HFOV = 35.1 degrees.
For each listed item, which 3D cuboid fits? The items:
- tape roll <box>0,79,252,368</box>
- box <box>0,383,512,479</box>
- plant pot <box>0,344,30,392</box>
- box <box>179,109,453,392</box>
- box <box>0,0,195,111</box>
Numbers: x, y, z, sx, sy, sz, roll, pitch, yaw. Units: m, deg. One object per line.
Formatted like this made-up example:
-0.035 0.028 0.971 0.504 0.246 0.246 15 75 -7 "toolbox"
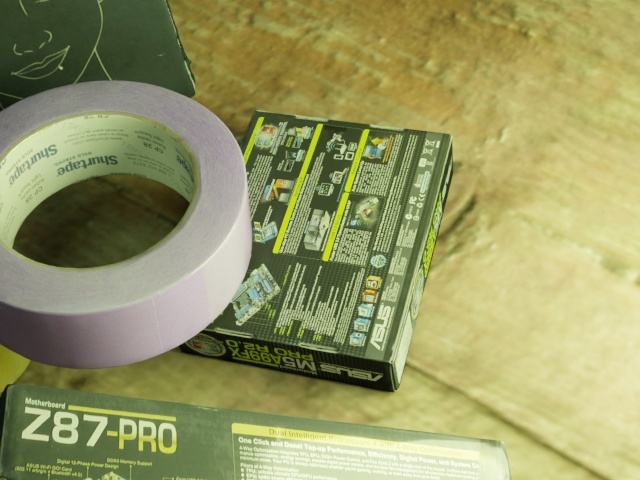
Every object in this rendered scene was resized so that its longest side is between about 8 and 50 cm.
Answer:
-0.202 -0.022 0.925 0.275 0.090 0.274 0 51 0 "tape roll"
-0.033 0.273 0.673 0.395 0.097 0.318 10 53 -22 "box"
-0.352 0.078 0.969 0.134 0.095 0.134 -4 55 6 "plant pot"
0.000 0.000 0.991 0.216 0.060 0.270 8 57 15 "box"
-0.437 -0.291 1.010 0.480 0.471 0.297 -27 56 -11 "box"
